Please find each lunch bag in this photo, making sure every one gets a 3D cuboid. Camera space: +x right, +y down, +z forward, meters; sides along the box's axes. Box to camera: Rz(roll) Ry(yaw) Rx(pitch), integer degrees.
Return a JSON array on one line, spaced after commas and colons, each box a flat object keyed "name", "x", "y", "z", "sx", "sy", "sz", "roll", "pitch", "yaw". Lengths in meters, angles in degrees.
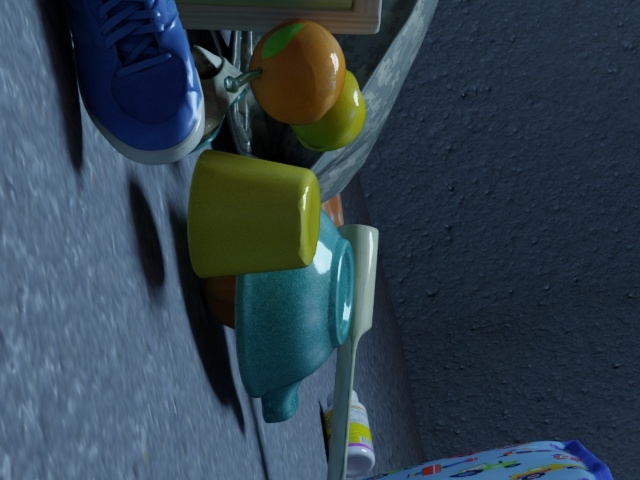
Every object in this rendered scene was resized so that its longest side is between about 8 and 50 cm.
[{"name": "lunch bag", "x": -0.003, "y": -0.166, "z": 1.267, "sx": 0.235, "sy": 0.168, "sz": 0.287, "roll": 73, "pitch": 37, "yaw": -85}, {"name": "lunch bag", "x": 0.094, "y": 0.211, "z": 1.075, "sx": 0.293, "sy": 0.220, "sz": 0.138, "roll": 61, "pitch": 16, "yaw": -75}]

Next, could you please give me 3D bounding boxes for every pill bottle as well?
[{"name": "pill bottle", "x": 0.026, "y": 0.183, "z": 1.473, "sx": 0.083, "sy": 0.043, "sz": 0.043, "roll": -100, "pitch": 174, "yaw": -45}]

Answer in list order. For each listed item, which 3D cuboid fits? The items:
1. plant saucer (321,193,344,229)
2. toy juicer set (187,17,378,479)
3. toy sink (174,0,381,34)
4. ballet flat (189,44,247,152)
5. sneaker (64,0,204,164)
[{"name": "plant saucer", "x": 0.000, "y": 0.000, "z": 1.615, "sx": 0.200, "sy": 0.037, "sz": 0.200, "roll": -6, "pitch": 90, "yaw": -83}, {"name": "toy juicer set", "x": -0.022, "y": 0.000, "z": 0.959, "sx": 0.329, "sy": 0.089, "sz": 0.209, "roll": 77, "pitch": 18, "yaw": -56}, {"name": "toy sink", "x": -0.035, "y": -0.248, "z": 0.884, "sx": 0.131, "sy": 0.152, "sz": 0.234, "roll": -91, "pitch": -177, "yaw": -50}, {"name": "ballet flat", "x": -0.077, "y": -0.094, "z": 0.929, "sx": 0.168, "sy": 0.057, "sz": 0.052, "roll": -89, "pitch": 155, "yaw": -75}, {"name": "sneaker", "x": -0.094, "y": -0.113, "z": 0.694, "sx": 0.085, "sy": 0.058, "sz": 0.152, "roll": 81, "pitch": -6, "yaw": -64}]
